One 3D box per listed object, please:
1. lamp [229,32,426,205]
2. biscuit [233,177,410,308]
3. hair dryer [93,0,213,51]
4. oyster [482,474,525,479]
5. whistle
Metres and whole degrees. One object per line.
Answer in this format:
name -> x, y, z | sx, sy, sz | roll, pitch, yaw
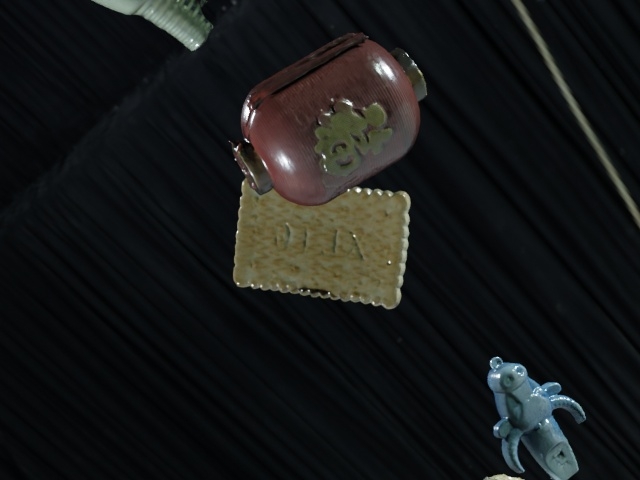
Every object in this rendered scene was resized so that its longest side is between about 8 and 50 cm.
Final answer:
lamp -> 0.013, -0.151, 1.095 | 0.258, 0.180, 0.180 | -33, 16, -8
biscuit -> 0.000, 0.000, 1.648 | 0.324, 0.217, 0.044 | 6, 2, 15
hair dryer -> -0.186, -0.130, 0.350 | 0.219, 0.225, 0.088 | -28, 25, 0
oyster -> 0.194, 0.356, 1.128 | 0.209, 0.133, 0.072 | -43, -5, -5
whistle -> 0.396, 0.333, 1.697 | 0.180, 0.269, 0.093 | -35, 0, -19
